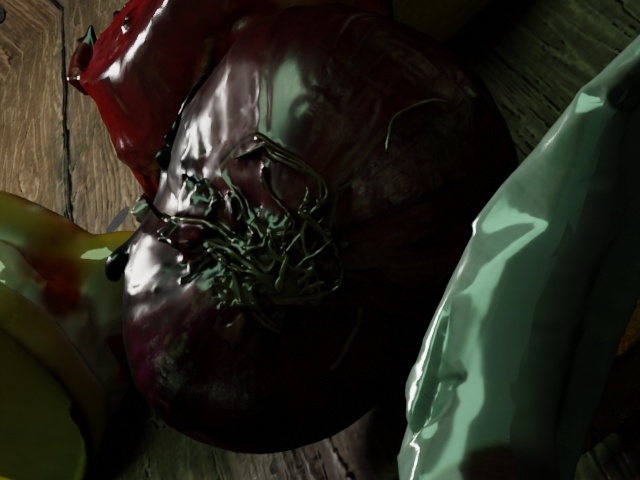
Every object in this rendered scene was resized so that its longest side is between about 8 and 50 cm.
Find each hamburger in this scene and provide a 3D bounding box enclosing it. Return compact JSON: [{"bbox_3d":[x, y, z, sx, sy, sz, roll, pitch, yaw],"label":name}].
[{"bbox_3d":[-0.255,0.069,1.324,0.302,0.261,0.186,-11,36,35],"label":"hamburger"}]

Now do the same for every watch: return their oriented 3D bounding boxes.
[{"bbox_3d":[0.139,0.052,0.675,0.241,0.161,0.253,-36,42,42],"label":"watch"}]

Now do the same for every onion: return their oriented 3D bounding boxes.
[{"bbox_3d":[-0.004,0.002,0.984,0.281,0.221,0.281,-59,-7,-11],"label":"onion"}]

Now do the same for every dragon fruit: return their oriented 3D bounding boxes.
[{"bbox_3d":[-0.064,-0.105,1.194,0.100,0.282,0.343,-25,-10,-45],"label":"dragon fruit"}]

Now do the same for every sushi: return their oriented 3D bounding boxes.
[{"bbox_3d":[0.149,0.063,0.797,0.099,0.047,0.050,-40,17,-5],"label":"sushi"}]

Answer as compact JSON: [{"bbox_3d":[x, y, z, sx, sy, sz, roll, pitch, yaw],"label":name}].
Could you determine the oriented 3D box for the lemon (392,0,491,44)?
[{"bbox_3d":[0.044,-0.262,1.289,0.320,0.245,0.245,-38,23,13],"label":"lemon"}]

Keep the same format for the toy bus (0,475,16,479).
[{"bbox_3d":[-0.268,0.242,1.195,0.151,0.145,0.331,-56,24,-20],"label":"toy bus"}]
